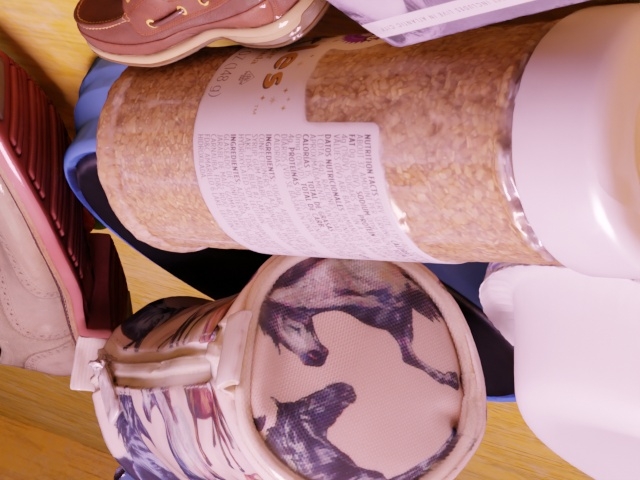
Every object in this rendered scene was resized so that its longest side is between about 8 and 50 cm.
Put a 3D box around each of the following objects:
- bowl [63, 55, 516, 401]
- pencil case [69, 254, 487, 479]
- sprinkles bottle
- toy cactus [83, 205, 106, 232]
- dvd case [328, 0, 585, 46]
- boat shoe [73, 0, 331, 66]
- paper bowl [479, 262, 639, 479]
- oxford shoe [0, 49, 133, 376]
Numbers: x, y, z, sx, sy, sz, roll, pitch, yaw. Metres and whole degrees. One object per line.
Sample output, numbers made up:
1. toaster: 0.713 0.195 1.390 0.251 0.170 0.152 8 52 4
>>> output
1. bowl: 0.000 0.000 1.233 0.391 0.077 0.391 24 164 7
2. pencil case: -0.039 0.097 1.159 0.183 0.160 0.410 4 172 -18
3. sprinkles bottle: 0.036 -0.047 0.891 0.355 0.121 0.121 2 153 47
4. toy cactus: -0.256 -0.068 1.395 0.219 0.112 0.180 36 153 -8
5. dvd case: -0.006 -0.151 0.713 0.221 0.018 0.164 32 163 -25
6. boat shoe: -0.071 -0.135 0.933 0.178 0.064 0.060 -1 144 45
7. paper bowl: 0.221 0.069 0.985 0.284 0.148 0.284 25 165 7
8. oxford shoe: -0.234 0.000 1.315 0.130 0.123 0.348 -8 139 5
